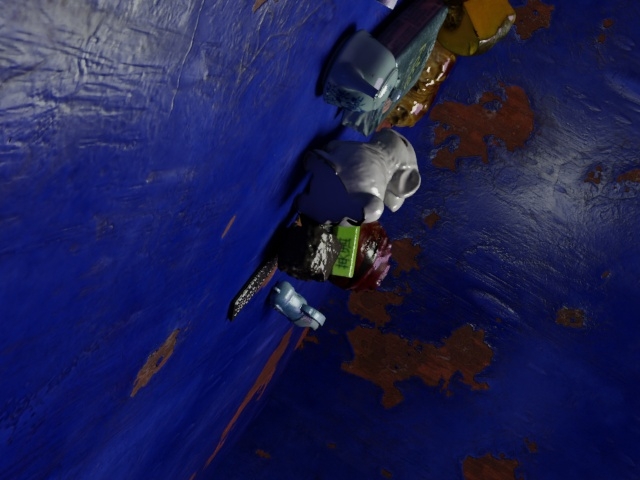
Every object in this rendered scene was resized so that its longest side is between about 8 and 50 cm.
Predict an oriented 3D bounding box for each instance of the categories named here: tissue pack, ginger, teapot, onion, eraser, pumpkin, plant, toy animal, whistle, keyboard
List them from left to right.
[{"bbox_3d":[-0.146,0.079,1.806,0.310,0.018,0.101,-54,170,-37],"label":"keyboard"},{"bbox_3d":[-0.081,0.212,2.213,0.093,0.180,0.269,-60,142,-14],"label":"whistle"},{"bbox_3d":[-0.014,-0.035,1.763,0.149,0.146,0.275,37,70,-58],"label":"plant"},{"bbox_3d":[0.078,-0.025,2.179,0.210,0.092,0.274,141,-42,-88],"label":"eraser"},{"bbox_3d":[0.124,0.046,2.610,0.314,0.280,0.146,-61,158,10],"label":"onion"},{"bbox_3d":[0.093,-0.313,1.355,0.159,0.159,0.232,-63,172,25],"label":"teapot"},{"bbox_3d":[0.117,-0.152,1.652,0.357,0.258,0.194,-23,151,-42],"label":"toy animal"},{"bbox_3d":[0.173,-0.417,1.642,0.316,0.103,0.228,-52,170,-40],"label":"tissue pack"},{"bbox_3d":[0.294,-0.497,1.954,0.274,0.152,0.358,-54,173,-38],"label":"ginger"},{"bbox_3d":[0.366,-0.582,1.674,0.139,0.190,0.281,-34,145,-21],"label":"pumpkin"}]

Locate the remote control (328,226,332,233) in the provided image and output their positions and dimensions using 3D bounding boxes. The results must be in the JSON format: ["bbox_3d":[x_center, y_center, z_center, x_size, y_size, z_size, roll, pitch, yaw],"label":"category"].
[{"bbox_3d":[0.000,0.000,2.238,0.247,0.052,0.104,110,-10,-69],"label":"remote control"}]

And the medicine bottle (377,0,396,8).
[{"bbox_3d":[0.139,-0.495,1.294,0.118,0.055,0.074,-61,174,18],"label":"medicine bottle"}]

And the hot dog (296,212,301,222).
[{"bbox_3d":[-0.032,-0.075,1.897,0.090,0.034,0.030,-51,168,-46],"label":"hot dog"}]
